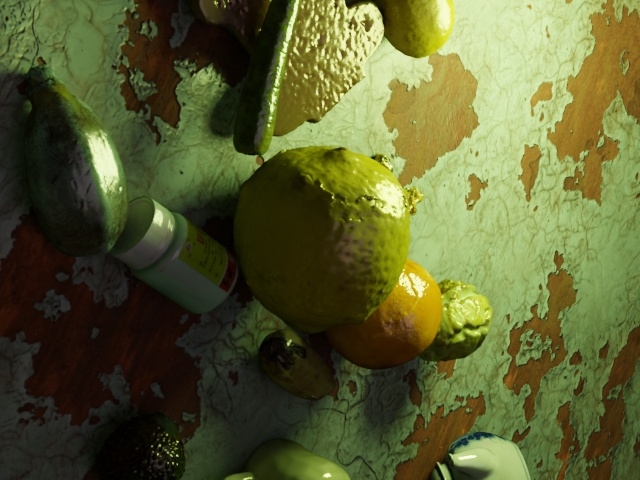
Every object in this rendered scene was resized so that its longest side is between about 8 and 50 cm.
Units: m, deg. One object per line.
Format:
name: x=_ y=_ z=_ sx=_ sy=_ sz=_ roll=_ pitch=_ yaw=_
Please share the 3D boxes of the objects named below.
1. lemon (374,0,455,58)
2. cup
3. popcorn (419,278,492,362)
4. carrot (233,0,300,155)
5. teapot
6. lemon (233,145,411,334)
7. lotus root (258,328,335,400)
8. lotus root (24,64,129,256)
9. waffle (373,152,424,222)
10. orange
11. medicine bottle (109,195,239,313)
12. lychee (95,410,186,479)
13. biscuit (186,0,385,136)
lemon: x=0.194 y=-0.487 z=1.919 sx=0.170 sy=0.170 sz=0.207 roll=-39 pitch=122 yaw=-27
cup: x=-0.070 y=0.510 z=1.922 sx=0.255 sy=0.202 sz=0.173 roll=38 pitch=76 yaw=-40
popcorn: x=0.294 y=0.193 z=2.155 sx=0.221 sy=0.204 sz=0.183 roll=-21 pitch=90 yaw=-15
carrot: x=-0.092 y=-0.330 z=1.683 sx=0.074 sy=0.074 sz=0.358 roll=11 pitch=94 yaw=-42
teapot: x=0.384 y=0.625 z=2.340 sx=0.280 sy=0.252 sz=0.424 roll=-16 pitch=142 yaw=-2
lemon: x=0.000 y=0.000 z=1.759 sx=0.350 sy=0.350 sz=0.387 roll=-12 pitch=123 yaw=-39
lotus root: x=-0.054 y=0.266 z=1.948 sx=0.110 sy=0.097 sz=0.258 roll=-51 pitch=136 yaw=-10
lotus root: x=-0.406 y=-0.128 z=1.509 sx=0.158 sy=0.140 sz=0.322 roll=-23 pitch=113 yaw=-34
waffle: x=0.159 y=-0.102 z=2.064 sx=0.194 sy=0.051 sz=0.149 roll=26 pitch=85 yaw=-41
orange: x=0.132 y=0.154 z=1.971 sx=0.261 sy=0.261 sz=0.261 roll=-12 pitch=109 yaw=-39
medicine bottle: x=-0.266 y=0.029 z=1.669 sx=0.225 sy=0.139 sz=0.139 roll=39 pitch=75 yaw=-40
lychee: x=-0.333 y=0.407 z=1.709 sx=0.171 sy=0.171 sz=0.171 roll=-12 pitch=109 yaw=-39
biscuit: x=-0.069 y=-0.418 z=1.771 sx=0.368 sy=0.076 sz=0.394 roll=-50 pitch=126 yaw=-15
